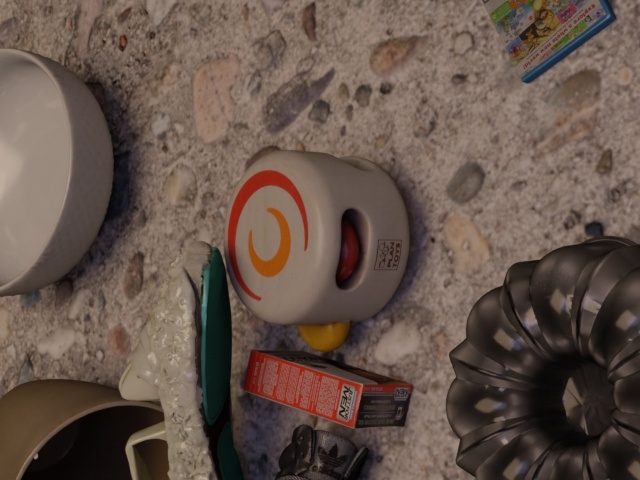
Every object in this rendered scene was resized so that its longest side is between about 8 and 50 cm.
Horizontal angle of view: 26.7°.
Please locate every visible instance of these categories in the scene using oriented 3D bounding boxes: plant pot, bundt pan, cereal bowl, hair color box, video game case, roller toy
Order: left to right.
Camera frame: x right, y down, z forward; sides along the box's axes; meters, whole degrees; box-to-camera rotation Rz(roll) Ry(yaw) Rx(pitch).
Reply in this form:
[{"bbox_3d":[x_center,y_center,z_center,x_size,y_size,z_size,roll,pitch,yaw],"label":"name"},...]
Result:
[{"bbox_3d":[-0.399,-0.086,1.845,0.339,0.141,0.338,-6,81,40],"label":"cereal bowl"},{"bbox_3d":[-0.314,0.278,1.686,0.274,0.256,0.256,24,100,55],"label":"plant pot"},{"bbox_3d":[0.000,0.000,1.497,0.191,0.146,0.209,-47,55,39],"label":"roller toy"},{"bbox_3d":[0.007,0.164,1.507,0.167,0.093,0.053,14,94,39],"label":"hair color box"},{"bbox_3d":[0.228,-0.267,1.425,0.119,0.015,0.166,-36,63,31],"label":"video game case"},{"bbox_3d":[0.253,0.153,1.284,0.331,0.124,0.330,-5,83,40],"label":"bundt pan"}]

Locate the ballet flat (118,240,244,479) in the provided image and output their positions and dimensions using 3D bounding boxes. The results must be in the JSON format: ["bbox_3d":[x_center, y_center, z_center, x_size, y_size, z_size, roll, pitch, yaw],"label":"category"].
[{"bbox_3d":[-0.161,0.205,1.523,0.147,0.147,0.408,10,113,40],"label":"ballet flat"}]

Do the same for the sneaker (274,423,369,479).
[{"bbox_3d":[-0.007,0.285,1.444,0.153,0.101,0.268,-66,14,2],"label":"sneaker"}]
